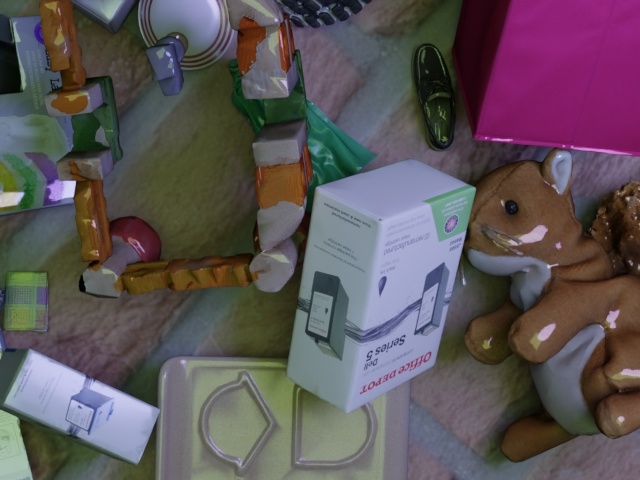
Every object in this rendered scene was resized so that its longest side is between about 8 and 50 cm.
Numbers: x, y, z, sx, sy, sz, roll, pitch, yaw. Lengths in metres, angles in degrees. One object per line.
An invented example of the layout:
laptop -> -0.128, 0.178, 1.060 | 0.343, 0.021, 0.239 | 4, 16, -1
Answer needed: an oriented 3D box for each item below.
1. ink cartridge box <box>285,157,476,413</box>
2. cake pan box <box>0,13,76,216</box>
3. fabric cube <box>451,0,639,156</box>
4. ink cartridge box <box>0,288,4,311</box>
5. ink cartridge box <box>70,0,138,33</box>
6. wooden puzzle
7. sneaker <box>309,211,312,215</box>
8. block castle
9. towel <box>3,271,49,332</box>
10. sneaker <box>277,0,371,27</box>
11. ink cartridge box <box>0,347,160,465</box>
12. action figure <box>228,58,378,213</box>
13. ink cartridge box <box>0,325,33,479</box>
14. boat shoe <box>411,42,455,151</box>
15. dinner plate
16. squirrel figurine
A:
ink cartridge box -> 0.074, 0.055, 1.515 | 0.115, 0.198, 0.272 | 27, 121, 33
cake pan box -> -0.439, -0.160, 1.540 | 0.246, 0.070, 0.266 | -9, 92, -29
fabric cube -> 0.327, -0.286, 1.514 | 0.259, 0.254, 0.258 | 5, 125, -7
ink cartridge box -> -0.452, 0.115, 1.547 | 0.063, 0.029, 0.115 | 10, 89, -6
ink cartridge box -> -0.334, -0.438, 1.559 | 0.283, 0.117, 0.207 | 34, 88, -6
wooden puzzle -> -0.053, 0.318, 1.624 | 0.348, 0.080, 0.322 | 2, 91, -11
sneaker -> 0.000, 0.000, 1.620 | 0.178, 0.077, 0.072 | 29, 87, -5
block castle -> -0.169, -0.161, 1.470 | 0.303, 0.213, 0.453 | -5, 108, 7
towel -> -0.399, 0.084, 1.614 | 0.060, 0.009, 0.083 | 1, 90, -5
sneaker -> 0.045, -0.413, 1.599 | 0.330, 0.147, 0.130 | -32, 136, 13
ink cartridge box -> -0.322, 0.212, 1.532 | 0.191, 0.140, 0.082 | 28, 74, -23
action figure -> -0.047, -0.158, 1.620 | 0.137, 0.063, 0.232 | -38, 87, -5
ink cartridge box -> -0.497, 0.228, 1.585 | 0.189, 0.066, 0.232 | -14, 96, -6
boat shoe -> 0.163, -0.200, 1.648 | 0.056, 0.049, 0.152 | -13, 92, -5
dinner plate -> -0.182, -0.301, 1.610 | 0.141, 0.017, 0.141 | -4, 97, -29
squirrel figurine -> 0.366, 0.049, 1.600 | 0.397, 0.281, 0.370 | -24, 83, -19
